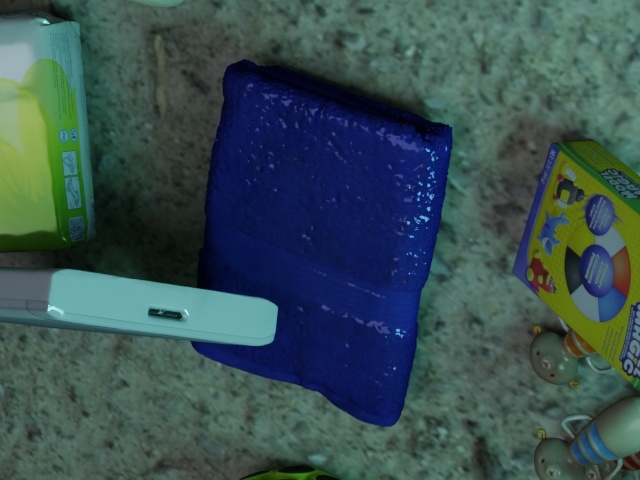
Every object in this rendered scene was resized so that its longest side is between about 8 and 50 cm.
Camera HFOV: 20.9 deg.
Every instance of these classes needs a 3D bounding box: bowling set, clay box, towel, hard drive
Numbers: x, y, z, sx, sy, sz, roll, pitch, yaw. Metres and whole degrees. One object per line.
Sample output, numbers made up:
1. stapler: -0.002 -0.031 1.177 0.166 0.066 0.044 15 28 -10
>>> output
1. bowling set: 0.246 0.199 1.443 0.154 0.200 0.287 -37 85 39
2. clay box: 0.246 0.027 1.380 0.222 0.053 0.127 47 132 48
3. towel: 0.000 0.000 1.581 0.228 0.076 0.308 20 122 19
4. hard drive: -0.239 0.057 1.596 0.353 0.233 0.047 1 83 51

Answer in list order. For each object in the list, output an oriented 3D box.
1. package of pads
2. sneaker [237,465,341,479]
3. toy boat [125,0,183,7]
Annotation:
1. package of pads: -0.368 -0.100 1.676 0.297 0.101 0.229 -3 95 14
2. sneaker: 0.029 0.308 1.673 0.296 0.109 0.123 19 116 23
3. toy boat: -0.119 -0.343 1.469 0.318 0.148 0.267 -13 99 43
